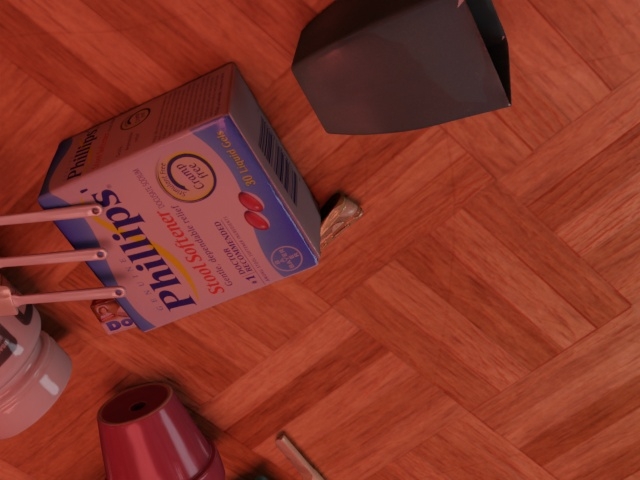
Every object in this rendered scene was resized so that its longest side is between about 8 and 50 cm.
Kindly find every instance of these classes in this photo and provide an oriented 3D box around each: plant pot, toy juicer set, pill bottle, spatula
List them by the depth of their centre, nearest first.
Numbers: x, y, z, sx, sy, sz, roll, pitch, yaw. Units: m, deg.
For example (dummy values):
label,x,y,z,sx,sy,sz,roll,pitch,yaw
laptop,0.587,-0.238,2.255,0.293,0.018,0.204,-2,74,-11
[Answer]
label,x,y,z,sx,sy,sz,roll,pitch,yaw
plant pot,0.095,-0.233,1.217,0.234,0.165,0.165,-18,124,22
spatula,-0.385,0.024,1.294,0.242,0.019,0.168,-5,114,9
pill bottle,-0.544,0.117,1.440,0.204,0.204,0.361,-26,121,18
plant pot,-0.277,0.342,1.626,0.201,0.201,0.180,-13,109,9
toy juicer set,-0.091,0.507,1.796,0.209,0.089,0.329,33,119,-22

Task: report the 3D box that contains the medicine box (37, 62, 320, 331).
label,x,y,z,sx,sy,sz,roll,pitch,yaw
medicine box,-0.183,-0.051,1.352,0.289,0.149,0.263,-22,123,15

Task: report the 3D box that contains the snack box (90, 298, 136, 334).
label,x,y,z,sx,sy,sz,roll,pitch,yaw
snack box,-0.263,0.096,1.536,0.178,0.022,0.064,-17,126,11

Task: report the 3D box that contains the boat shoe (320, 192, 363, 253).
label,x,y,z,sx,sy,sz,roll,pitch,yaw
boat shoe,0.000,-0.001,1.447,0.048,0.056,0.153,31,112,-19
